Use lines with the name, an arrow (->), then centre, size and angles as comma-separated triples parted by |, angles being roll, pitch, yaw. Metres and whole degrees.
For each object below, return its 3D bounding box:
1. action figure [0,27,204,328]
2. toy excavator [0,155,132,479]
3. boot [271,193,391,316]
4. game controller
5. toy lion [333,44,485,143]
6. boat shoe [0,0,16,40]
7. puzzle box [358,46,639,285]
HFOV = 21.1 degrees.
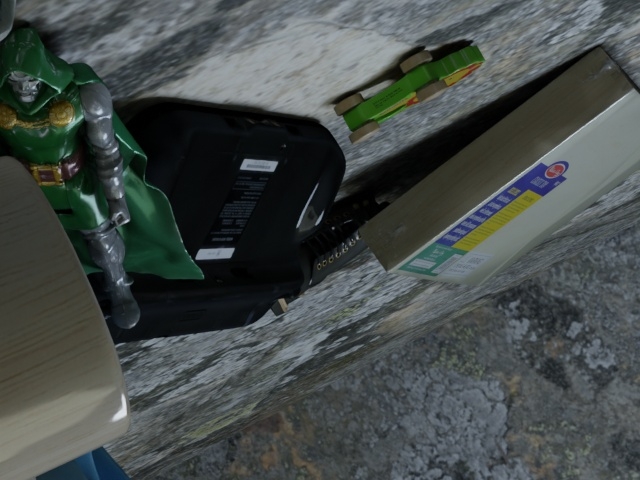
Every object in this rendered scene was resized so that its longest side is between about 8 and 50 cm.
action figure -> -0.143, -0.031, 0.929 | 0.137, 0.063, 0.232 | -6, 144, 0
toy excavator -> -0.177, 0.140, 0.909 | 0.222, 0.445, 0.433 | -25, -155, -18
boot -> 0.000, 0.000, 1.565 | 0.137, 0.077, 0.198 | -32, -178, 6
game controller -> -0.078, -0.011, 1.181 | 0.319, 0.067, 0.166 | -2, 113, -67
toy lion -> 0.070, -0.112, 1.263 | 0.100, 0.034, 0.096 | -30, 176, 27
boat shoe -> -0.155, -0.098, 0.569 | 0.113, 0.105, 0.306 | -31, 168, 27
puzzle box -> 0.208, -0.059, 1.670 | 0.272, 0.052, 0.409 | -37, 167, 11
